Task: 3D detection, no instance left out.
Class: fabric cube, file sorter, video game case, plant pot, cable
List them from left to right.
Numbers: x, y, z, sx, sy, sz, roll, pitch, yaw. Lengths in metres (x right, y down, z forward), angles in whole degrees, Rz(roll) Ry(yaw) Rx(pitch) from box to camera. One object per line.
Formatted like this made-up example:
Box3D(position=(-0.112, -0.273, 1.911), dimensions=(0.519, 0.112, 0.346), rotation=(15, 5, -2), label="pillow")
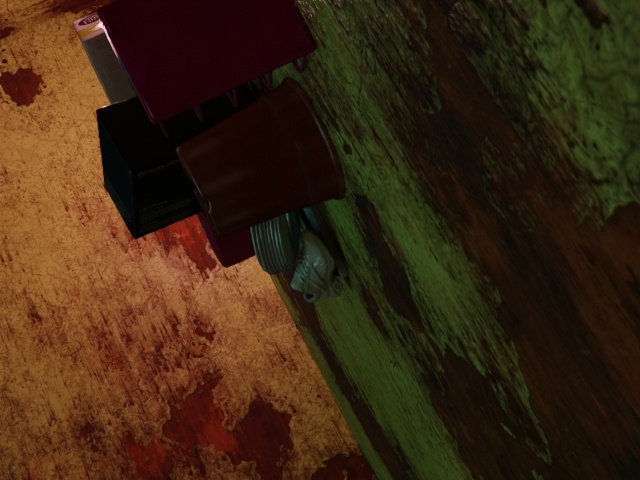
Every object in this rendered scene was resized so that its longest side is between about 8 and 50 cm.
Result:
Box3D(position=(-0.187, -0.330, 1.268), dimensions=(0.202, 0.290, 0.182), rotation=(63, 173, 2), label="file sorter")
Box3D(position=(-0.229, -0.124, 2.094), dimensions=(0.254, 0.259, 0.258), rotation=(60, 169, 28), label="fabric cube")
Box3D(position=(-0.130, -0.150, 1.491), dimensions=(0.272, 0.265, 0.272), rotation=(60, 169, 20), label="plant pot")
Box3D(position=(-0.111, -0.043, 1.823), dimensions=(0.257, 0.089, 0.257), rotation=(73, -167, -57), label="cable")
Box3D(position=(0.000, 0.000, 1.907), dimensions=(0.193, 0.023, 0.212), rotation=(65, 170, -7), label="video game case")

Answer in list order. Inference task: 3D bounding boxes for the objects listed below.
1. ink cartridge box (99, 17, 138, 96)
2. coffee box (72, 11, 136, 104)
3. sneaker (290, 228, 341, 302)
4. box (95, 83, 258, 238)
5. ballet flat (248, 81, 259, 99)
Box3D(position=(-0.389, -0.499, 1.927), dimensions=(0.151, 0.270, 0.395), rotation=(41, 155, 59), label="ink cartridge box")
Box3D(position=(-0.666, -0.678, 2.715), dimensions=(0.334, 0.337, 0.338), rotation=(50, 164, 55), label="coffee box")
Box3D(position=(-0.023, 0.075, 1.815), dimensions=(0.090, 0.115, 0.232), rotation=(51, 164, 49), label="sneaker")
Box3D(position=(-0.321, -0.204, 1.737), dimensions=(0.179, 0.343, 0.312), rotation=(58, 156, 17), label="box")
Box3D(position=(-0.165, -0.296, 1.848), dimensions=(0.231, 0.077, 0.077), rotation=(65, 171, -6), label="ballet flat")
